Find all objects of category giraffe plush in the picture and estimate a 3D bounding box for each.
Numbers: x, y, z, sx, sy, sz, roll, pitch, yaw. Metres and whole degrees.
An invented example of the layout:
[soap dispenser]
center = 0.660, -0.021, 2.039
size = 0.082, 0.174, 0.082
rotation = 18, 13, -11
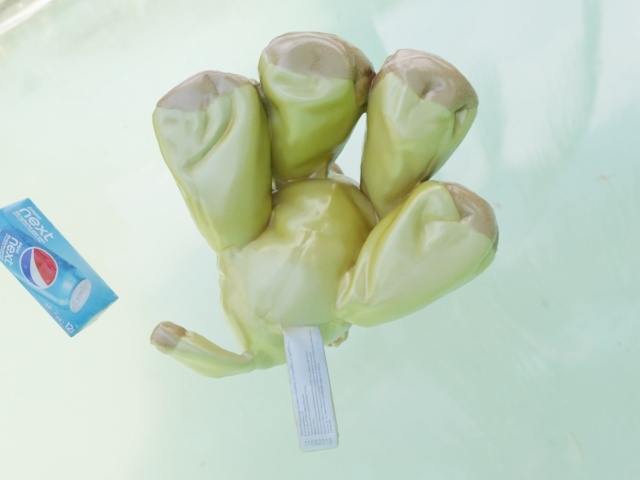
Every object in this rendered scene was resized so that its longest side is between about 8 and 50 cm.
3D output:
[giraffe plush]
center = 0.000, 0.000, 0.427
size = 0.181, 0.210, 0.170
rotation = 8, -2, 1

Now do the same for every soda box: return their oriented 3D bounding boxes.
[soda box]
center = -0.410, 0.040, 1.069
size = 0.067, 0.210, 0.071
rotation = -41, 2, 24
